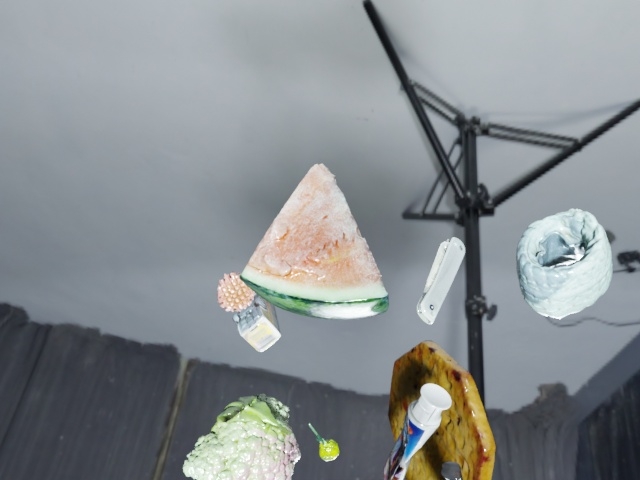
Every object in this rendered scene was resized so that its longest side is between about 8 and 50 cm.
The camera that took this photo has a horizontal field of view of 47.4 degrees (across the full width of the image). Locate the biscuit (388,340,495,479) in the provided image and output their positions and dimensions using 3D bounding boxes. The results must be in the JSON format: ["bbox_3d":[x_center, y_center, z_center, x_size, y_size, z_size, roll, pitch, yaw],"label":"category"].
[{"bbox_3d":[0.236,0.379,1.470,0.046,0.359,0.359,-6,145,-23],"label":"biscuit"}]

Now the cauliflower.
[{"bbox_3d":[-0.170,0.442,1.512,0.239,0.256,0.315,30,143,-22],"label":"cauliflower"}]

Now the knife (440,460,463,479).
[{"bbox_3d":[0.213,0.421,1.179,0.060,0.028,0.230,4,138,25],"label":"knife"}]

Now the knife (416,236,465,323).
[{"bbox_3d":[0.302,0.093,1.843,0.040,0.265,0.073,-18,123,46],"label":"knife"}]

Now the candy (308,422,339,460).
[{"bbox_3d":[0.000,0.346,1.265,0.035,0.035,0.123,-13,139,15],"label":"candy"}]

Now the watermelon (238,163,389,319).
[{"bbox_3d":[-0.007,0.037,1.410,0.283,0.293,0.250,9,146,-2],"label":"watermelon"}]

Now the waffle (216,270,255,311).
[{"bbox_3d":[-0.167,0.100,1.440,0.075,0.029,0.083,6,102,-18],"label":"waffle"}]

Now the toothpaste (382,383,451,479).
[{"bbox_3d":[0.155,0.367,1.296,0.061,0.096,0.266,15,121,-7],"label":"toothpaste"}]

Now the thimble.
[{"bbox_3d":[0.567,0.053,1.693,0.205,0.250,0.172,15,142,39],"label":"thimble"}]

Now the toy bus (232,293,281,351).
[{"bbox_3d":[-0.164,0.180,1.870,0.092,0.268,0.106,-39,110,5],"label":"toy bus"}]
